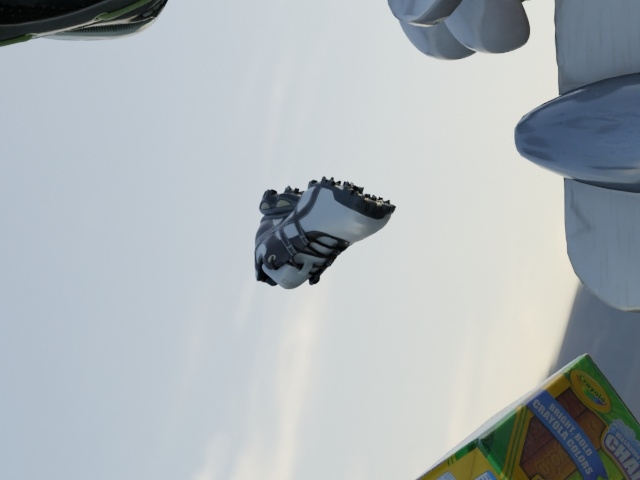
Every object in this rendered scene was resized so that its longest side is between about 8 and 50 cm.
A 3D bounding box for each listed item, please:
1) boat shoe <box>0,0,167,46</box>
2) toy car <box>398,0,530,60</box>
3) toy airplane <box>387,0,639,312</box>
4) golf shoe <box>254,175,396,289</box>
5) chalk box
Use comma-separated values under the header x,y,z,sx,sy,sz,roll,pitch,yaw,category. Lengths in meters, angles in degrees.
x,y,z,sx,sy,sz,roll,pitch,yaw,category
-0.235,-0.174,1.121,0.091,0.305,0.109,150,108,-66,boat shoe
0.125,-0.217,1.194,0.159,0.136,0.182,-36,13,-13,toy car
0.184,-0.216,0.894,0.384,0.386,0.272,-42,-7,9,toy airplane
0.000,0.000,1.465,0.198,0.077,0.094,-14,56,67,golf shoe
0.181,0.189,1.344,0.213,0.132,0.132,-31,-8,-45,chalk box
